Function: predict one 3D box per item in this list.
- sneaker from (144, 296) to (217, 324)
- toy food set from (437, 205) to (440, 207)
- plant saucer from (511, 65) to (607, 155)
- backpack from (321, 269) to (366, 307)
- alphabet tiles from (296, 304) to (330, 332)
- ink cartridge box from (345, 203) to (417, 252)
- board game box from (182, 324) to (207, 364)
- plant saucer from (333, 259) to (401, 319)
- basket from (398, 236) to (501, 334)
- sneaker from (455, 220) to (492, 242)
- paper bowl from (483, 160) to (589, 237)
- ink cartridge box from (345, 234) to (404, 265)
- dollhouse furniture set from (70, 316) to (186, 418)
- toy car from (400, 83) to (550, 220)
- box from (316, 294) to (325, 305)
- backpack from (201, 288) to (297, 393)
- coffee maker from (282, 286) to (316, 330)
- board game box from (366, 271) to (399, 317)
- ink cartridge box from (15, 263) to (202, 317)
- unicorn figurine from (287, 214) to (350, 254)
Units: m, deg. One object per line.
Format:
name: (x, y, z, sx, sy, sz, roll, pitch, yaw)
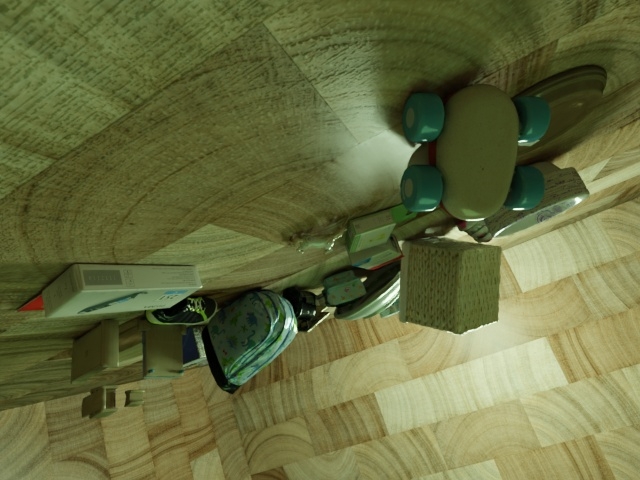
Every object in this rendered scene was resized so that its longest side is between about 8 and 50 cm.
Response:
sneaker: (-0.406, 0.209, 1.220, 0.235, 0.084, 0.097, -3, 155, -46)
toy food set: (0.403, -0.135, 1.156, 0.132, 0.038, 0.192, -25, 172, 38)
plant saucer: (0.444, -0.243, 0.834, 0.278, 0.041, 0.278, -19, 164, -6)
backpack: (0.095, 0.200, 1.662, 0.166, 0.144, 0.188, -16, -179, -13)
alphabet tiles: (-0.133, 0.380, 1.918, 0.343, 0.011, 0.285, -7, -162, 41)
ink cartridge box: (0.192, -0.042, 1.166, 0.235, 0.056, 0.171, -16, 163, -6)
board game box: (-0.554, 0.481, 1.828, 0.232, 0.141, 0.291, -25, 163, 18)
plant saucer: (0.242, 0.241, 1.784, 0.401, 0.100, 0.400, -37, -177, 2)
basket: (0.505, 0.159, 1.566, 0.329, 0.331, 0.267, -3, -174, -41)
sneaker: (0.607, -0.047, 1.530, 0.252, 0.111, 0.103, -4, 157, -43)
paper bowl: (0.625, -0.130, 1.217, 0.285, 0.148, 0.284, -18, 163, -6)
ink cartridge box: (0.191, 0.036, 1.369, 0.134, 0.077, 0.231, -25, 163, 19)
dollhouse furniture set: (-0.584, 0.404, 1.282, 0.198, 0.286, 0.303, -30, 150, 31)
toy car: (0.223, -0.148, 0.716, 0.219, 0.210, 0.238, -3, -171, -12)
box: (0.082, 0.297, 2.129, 0.231, 0.056, 0.183, -26, 162, 22)
backpack: (-0.258, 0.338, 1.492, 0.356, 0.290, 0.273, -27, 144, -2)
coffee maker: (-0.090, 0.288, 1.689, 0.120, 0.171, 0.178, -18, 164, 16)
board game box: (0.398, 0.217, 1.947, 0.303, 0.223, 0.098, -29, 159, 29)
ink cartridge box: (-0.474, 0.134, 0.931, 0.261, 0.066, 0.296, -30, 161, 27)
unicorn figurine: (0.000, 0.000, 1.059, 0.162, 0.060, 0.111, -15, 164, -17)
